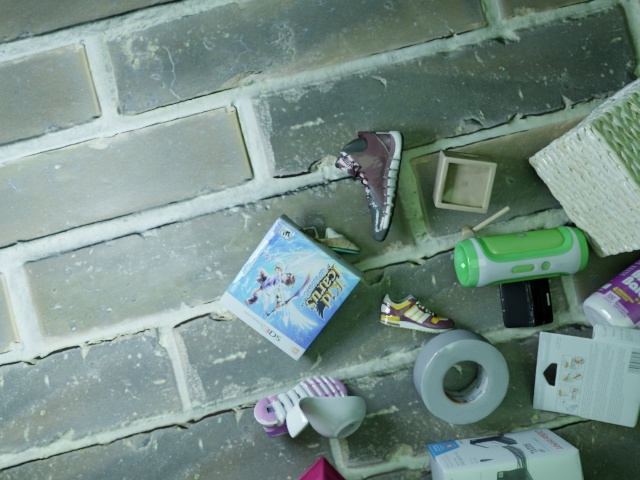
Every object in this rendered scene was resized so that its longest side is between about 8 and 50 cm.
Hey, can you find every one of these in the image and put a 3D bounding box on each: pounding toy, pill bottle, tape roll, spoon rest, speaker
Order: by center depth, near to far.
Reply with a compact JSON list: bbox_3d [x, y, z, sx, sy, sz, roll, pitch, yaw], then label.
[{"bbox_3d":[0.013,0.410,1.620,0.137,0.276,0.084,-47,57,15],"label":"spoon rest"},{"bbox_3d":[0.802,0.125,1.662,0.301,0.169,0.169,-37,89,-1],"label":"pill bottle"},{"bbox_3d":[0.482,0.039,1.673,0.297,0.131,0.131,-7,88,-7],"label":"speaker"},{"bbox_3d":[0.339,0.329,1.674,0.219,0.072,0.219,-2,102,-8],"label":"tape roll"},{"bbox_3d":[0.372,-0.106,1.710,0.181,0.094,0.206,7,110,0],"label":"pounding toy"}]

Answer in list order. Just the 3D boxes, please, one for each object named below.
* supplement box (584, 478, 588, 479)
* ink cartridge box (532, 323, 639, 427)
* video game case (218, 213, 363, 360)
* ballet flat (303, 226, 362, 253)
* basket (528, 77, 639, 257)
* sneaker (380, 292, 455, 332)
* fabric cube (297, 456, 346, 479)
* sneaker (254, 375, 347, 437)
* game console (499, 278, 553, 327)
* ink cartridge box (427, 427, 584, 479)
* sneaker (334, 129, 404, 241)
[{"bbox_3d":[0.579,0.694,1.663,0.194,0.129,0.191,-4,88,0],"label":"supplement box"},{"bbox_3d":[0.637,0.313,1.638,0.239,0.060,0.275,7,128,20],"label":"ink cartridge box"},{"bbox_3d":[-0.073,0.115,1.676,0.244,0.061,0.269,36,105,0],"label":"video game case"},{"bbox_3d":[0.000,0.000,1.713,0.206,0.073,0.067,1,80,-2],"label":"ballet flat"},{"bbox_3d":[0.715,-0.162,1.575,0.266,0.328,0.331,-35,88,-9],"label":"basket"},{"bbox_3d":[0.243,0.177,1.707,0.186,0.069,0.083,7,93,-1],"label":"sneaker"},{"bbox_3d":[0.007,0.707,1.597,0.259,0.258,0.254,44,88,1],"label":"fabric cube"},{"bbox_3d":[-0.046,0.413,1.694,0.236,0.095,0.104,-17,129,-18],"label":"sneaker"},{"bbox_3d":[0.517,0.153,1.738,0.107,0.071,0.122,-6,89,-30],"label":"game console"},{"bbox_3d":[0.426,0.543,1.620,0.308,0.223,0.129,-8,88,-1],"label":"ink cartridge box"},{"bbox_3d":[0.110,-0.141,1.711,0.163,0.106,0.281,8,79,6],"label":"sneaker"}]
